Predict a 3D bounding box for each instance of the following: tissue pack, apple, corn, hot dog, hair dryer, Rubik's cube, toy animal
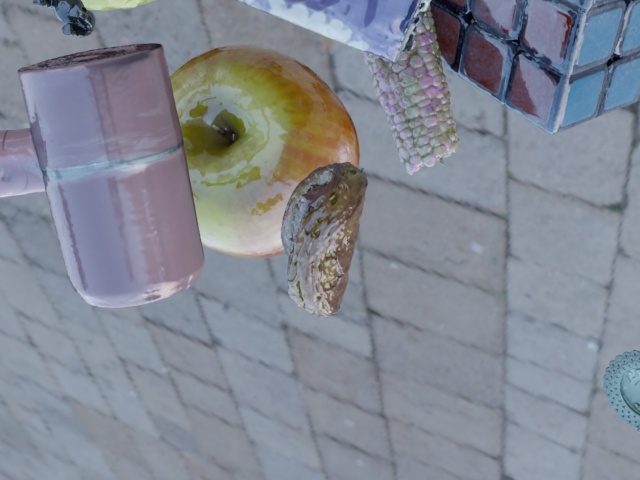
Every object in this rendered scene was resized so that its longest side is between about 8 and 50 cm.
[{"bbox_3d":[-0.034,-0.343,1.272,0.343,0.242,0.125,21,128,-3],"label":"tissue pack"},{"bbox_3d":[-0.092,-0.109,1.492,0.286,0.286,0.233,22,177,17],"label":"apple"},{"bbox_3d":[0.123,-0.267,1.719,0.126,0.126,0.335,-27,78,57],"label":"corn"},{"bbox_3d":[0.000,0.000,0.601,0.035,0.058,0.083,7,116,-12],"label":"hot dog"},{"bbox_3d":[-0.289,-0.042,1.025,0.352,0.125,0.210,-8,106,7],"label":"hair dryer"},{"bbox_3d":[0.361,-0.381,1.706,0.303,0.301,0.305,42,140,35],"label":"Rubik's cube"},{"bbox_3d":[-0.346,-0.321,1.525,0.136,0.047,0.065,47,-166,9],"label":"toy animal"}]

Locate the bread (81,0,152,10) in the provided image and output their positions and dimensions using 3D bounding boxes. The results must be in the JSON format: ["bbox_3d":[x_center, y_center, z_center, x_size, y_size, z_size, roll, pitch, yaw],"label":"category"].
[{"bbox_3d":[-0.355,-0.564,1.846,0.348,0.348,0.308,31,152,1],"label":"bread"}]

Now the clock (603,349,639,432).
[{"bbox_3d":[0.283,0.131,1.003,0.083,0.010,0.074,40,120,12],"label":"clock"}]
